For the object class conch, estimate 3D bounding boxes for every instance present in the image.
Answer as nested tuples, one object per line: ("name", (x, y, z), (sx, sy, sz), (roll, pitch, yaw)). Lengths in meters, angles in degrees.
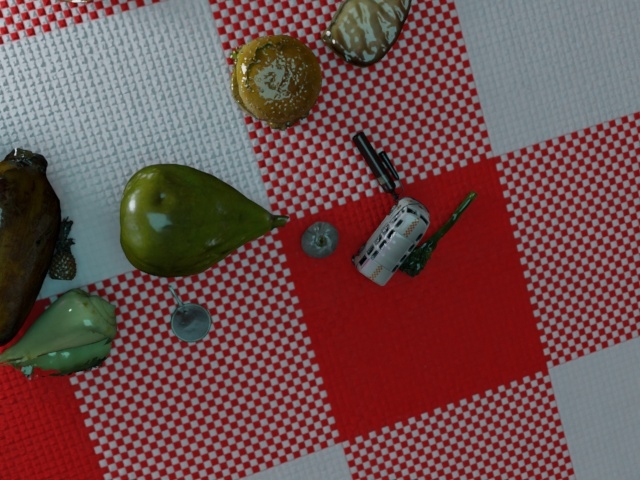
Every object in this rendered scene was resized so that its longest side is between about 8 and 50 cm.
("conch", (-0.500, 0.202, 1.721), (0.250, 0.143, 0.137), (-48, 61, 10))

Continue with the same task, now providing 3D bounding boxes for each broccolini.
("broccolini", (0.260, -0.015, 1.880), (0.051, 0.054, 0.239), (44, 84, 2))

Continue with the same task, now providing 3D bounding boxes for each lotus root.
("lotus root", (-0.604, 0.020, 1.634), (0.196, 0.179, 0.397), (16, 93, -56))

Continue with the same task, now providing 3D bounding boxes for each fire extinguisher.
("fire extinguisher", (0.129, -0.156, 1.847), (0.049, 0.035, 0.173), (-43, 105, -43))

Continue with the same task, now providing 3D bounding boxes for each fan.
("fan", (-0.281, 0.150, 1.813), (0.085, 0.005, 0.133), (-29, 102, -6))

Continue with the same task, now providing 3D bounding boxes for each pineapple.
("pineapple", (-0.508, 0.016, 1.729), (0.058, 0.058, 0.124), (4, 95, -11))

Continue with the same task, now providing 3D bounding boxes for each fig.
("fig", (-0.245, -0.017, 1.693), (0.314, 0.233, 0.233), (29, 90, -17))

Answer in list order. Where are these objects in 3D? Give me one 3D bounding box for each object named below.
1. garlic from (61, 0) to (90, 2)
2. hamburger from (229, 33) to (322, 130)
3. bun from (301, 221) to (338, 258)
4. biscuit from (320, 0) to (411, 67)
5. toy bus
("garlic", (-0.500, -0.530, 1.644), (0.207, 0.128, 0.115), (46, 43, -15))
("hamburger", (-0.088, -0.315, 1.744), (0.182, 0.118, 0.191), (-4, 101, -7))
("bun", (0.000, 0.000, 1.830), (0.083, 0.045, 0.083), (0, 94, -7))
("biscuit", (0.113, -0.503, 1.795), (0.154, 0.045, 0.299), (20, 92, -11))
("toy bus", (0.153, 0.004, 1.823), (0.087, 0.089, 0.194), (34, 105, -12))
